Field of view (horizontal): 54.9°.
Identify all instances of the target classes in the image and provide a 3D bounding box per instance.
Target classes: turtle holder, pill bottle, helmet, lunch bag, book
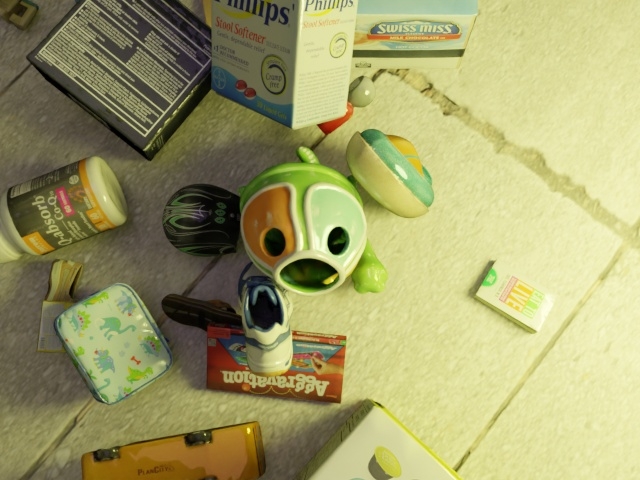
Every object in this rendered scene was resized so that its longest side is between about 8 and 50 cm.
[{"bbox_3d":[-0.020,0.002,1.224,0.244,0.320,0.227,-17,49,9],"label":"turtle holder"},{"bbox_3d":[-0.570,-0.061,1.312,0.279,0.162,0.162,-22,78,-2],"label":"pill bottle"},{"bbox_3d":[-0.251,-0.043,1.301,0.162,0.169,0.169,7,78,-13],"label":"helmet"},{"bbox_3d":[-0.413,0.207,1.246,0.176,0.090,0.219,-33,94,-28],"label":"lunch bag"},{"bbox_3d":[0.410,0.116,1.293,0.144,0.035,0.096,31,77,10],"label":"book"}]

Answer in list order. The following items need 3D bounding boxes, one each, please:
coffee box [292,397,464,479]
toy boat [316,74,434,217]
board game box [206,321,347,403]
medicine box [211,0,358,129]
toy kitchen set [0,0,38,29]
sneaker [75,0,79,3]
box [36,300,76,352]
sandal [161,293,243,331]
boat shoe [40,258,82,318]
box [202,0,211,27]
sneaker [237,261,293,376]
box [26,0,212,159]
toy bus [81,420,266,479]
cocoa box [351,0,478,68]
[{"bbox_3d":[0.104,0.511,1.063,0.338,0.338,0.334,42,82,10],"label":"coffee box"},{"bbox_3d":[0.119,-0.196,1.263,0.148,0.267,0.318,-41,66,12],"label":"toy boat"},{"bbox_3d":[-0.092,0.250,1.257,0.282,0.027,0.145,5,108,4],"label":"board game box"},{"bbox_3d":[-0.078,-0.401,1.190,0.149,0.289,0.264,-24,42,-38],"label":"medicine box"},{"bbox_3d":[-0.771,-0.614,1.440,0.207,0.166,0.122,27,81,8],"label":"toy kitchen set"},{"bbox_3d":[-0.492,-0.568,1.460,0.209,0.082,0.069,17,81,8],"label":"sneaker"},{"bbox_3d":[-0.490,0.183,1.288,0.179,0.043,0.105,7,76,-24],"label":"box"},{"bbox_3d":[-0.225,0.159,1.296,0.219,0.090,0.060,19,38,4],"label":"sandal"},{"bbox_3d":[-0.549,0.134,1.321,0.072,0.068,0.189,5,78,-8],"label":"boat shoe"},{"bbox_3d":[-0.186,-0.596,1.480,0.201,0.021,0.164,-12,78,0],"label":"box"},{"bbox_3d":[-0.104,0.118,1.205,0.112,0.130,0.296,-8,38,-9],"label":"sneaker"},{"bbox_3d":[-0.396,-0.381,1.330,0.296,0.183,0.294,40,83,-9],"label":"box"},{"bbox_3d":[-0.284,0.435,1.205,0.333,0.130,0.108,-10,78,1],"label":"toy bus"},{"bbox_3d":[0.150,-0.529,1.342,0.347,0.228,0.231,2,78,3],"label":"cocoa box"}]
